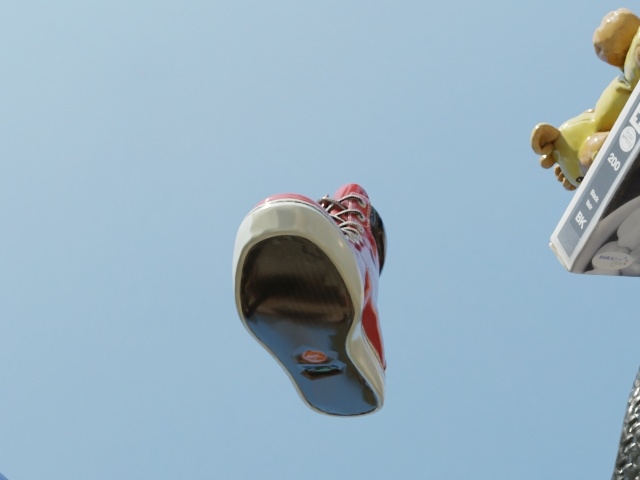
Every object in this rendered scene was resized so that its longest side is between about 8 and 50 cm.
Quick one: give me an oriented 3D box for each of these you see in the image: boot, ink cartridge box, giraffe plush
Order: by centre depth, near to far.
[{"bbox_3d":[0.282,-0.062,0.834,0.206,0.045,0.208,4,-53,-27],"label":"ink cartridge box"},{"bbox_3d":[0.000,0.000,0.935,0.088,0.244,0.176,-3,-124,13],"label":"boot"},{"bbox_3d":[0.311,-0.121,1.311,0.181,0.210,0.170,42,-87,-8],"label":"giraffe plush"}]

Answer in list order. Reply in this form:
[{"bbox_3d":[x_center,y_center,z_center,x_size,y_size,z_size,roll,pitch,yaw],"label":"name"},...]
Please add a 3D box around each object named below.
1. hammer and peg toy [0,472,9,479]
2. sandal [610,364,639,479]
[{"bbox_3d":[-0.205,0.267,0.844,0.127,0.266,0.361,-48,-57,4],"label":"hammer and peg toy"},{"bbox_3d":[0.391,0.224,1.304,0.107,0.167,0.445,41,-111,-36],"label":"sandal"}]
